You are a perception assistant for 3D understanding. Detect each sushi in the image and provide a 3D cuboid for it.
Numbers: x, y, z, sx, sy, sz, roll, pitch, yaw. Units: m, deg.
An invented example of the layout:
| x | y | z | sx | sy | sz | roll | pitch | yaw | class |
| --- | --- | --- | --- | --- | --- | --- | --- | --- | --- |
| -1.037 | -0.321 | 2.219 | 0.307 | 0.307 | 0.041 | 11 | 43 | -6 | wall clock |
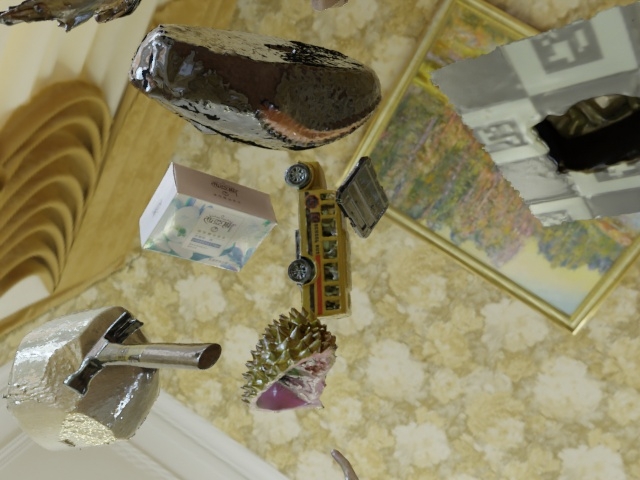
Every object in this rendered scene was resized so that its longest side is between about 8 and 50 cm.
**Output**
| x | y | z | sx | sy | sz | roll | pitch | yaw | class |
| --- | --- | --- | --- | --- | --- | --- | --- | --- | --- |
| 0.325 | -0.148 | 0.545 | 0.296 | 0.373 | 0.100 | 36 | -127 | -43 | sushi |

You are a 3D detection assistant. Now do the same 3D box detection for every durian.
| x | y | z | sx | sy | sz | roll | pitch | yaw | class |
| --- | --- | --- | --- | --- | --- | --- | --- | --- | --- |
| -0.068 | 0.223 | 1.118 | 0.153 | 0.261 | 0.186 | 39 | -137 | 19 | durian |

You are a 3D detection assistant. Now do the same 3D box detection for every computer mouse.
| x | y | z | sx | sy | sz | roll | pitch | yaw | class |
| --- | --- | --- | --- | --- | --- | --- | --- | --- | --- |
| -0.059 | -0.158 | 0.697 | 0.183 | 0.116 | 0.323 | 25 | -157 | 32 | computer mouse |

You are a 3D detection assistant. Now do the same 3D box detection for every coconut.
| x | y | z | sx | sy | sz | roll | pitch | yaw | class |
| --- | --- | --- | --- | --- | --- | --- | --- | --- | --- |
| -0.396 | 0.240 | 1.112 | 0.245 | 0.247 | 0.245 | 43 | -140 | -52 | coconut |

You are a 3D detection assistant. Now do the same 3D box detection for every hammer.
| x | y | z | sx | sy | sz | roll | pitch | yaw | class |
| --- | --- | --- | --- | --- | --- | --- | --- | --- | --- |
| -0.106 | 0.068 | 0.389 | 0.017 | 0.182 | 0.062 | 45 | -122 | -23 | hammer |

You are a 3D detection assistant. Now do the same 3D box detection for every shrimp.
| x | y | z | sx | sy | sz | roll | pitch | yaw | class |
| --- | --- | --- | --- | --- | --- | --- | --- | --- | --- |
| -0.414 | -0.370 | 1.057 | 0.262 | 0.117 | 0.066 | -25 | -114 | -7 | shrimp |

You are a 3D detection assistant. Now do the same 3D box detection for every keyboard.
| x | y | z | sx | sy | sz | roll | pitch | yaw | class |
| --- | --- | --- | --- | --- | --- | --- | --- | --- | --- |
| 0.085 | -0.078 | 1.258 | 0.016 | 0.106 | 0.262 | 32 | 174 | 22 | keyboard |

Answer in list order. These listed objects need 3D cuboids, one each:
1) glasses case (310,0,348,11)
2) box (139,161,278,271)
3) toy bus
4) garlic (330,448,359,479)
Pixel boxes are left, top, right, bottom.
| x | y | z | sx | sy | sz | roll | pitch | yaw | class |
| --- | --- | --- | --- | --- | --- | --- | --- | --- | --- |
| 0.021 | -0.442 | 0.941 | 0.070 | 0.194 | 0.102 | -3 | -164 | 35 | glasses case |
| -0.279 | -0.049 | 1.590 | 0.274 | 0.203 | 0.116 | 17 | -142 | -33 | box |
| 0.000 | 0.000 | 1.346 | 0.123 | 0.336 | 0.121 | -4 | 169 | 10 | toy bus |
| -0.084 | 0.185 | 0.278 | 0.244 | 0.145 | 0.164 | 2 | -122 | -21 | garlic |
